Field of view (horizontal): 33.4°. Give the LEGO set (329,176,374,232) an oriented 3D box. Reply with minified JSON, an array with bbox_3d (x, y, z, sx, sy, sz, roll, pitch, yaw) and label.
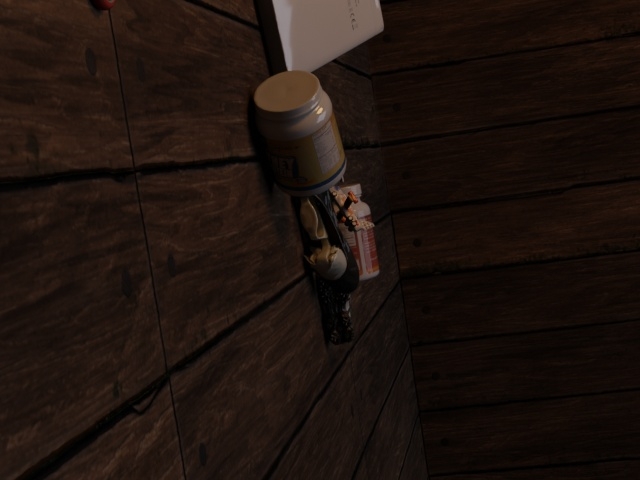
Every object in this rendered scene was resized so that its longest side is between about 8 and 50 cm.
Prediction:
[{"bbox_3d":[0.024,-0.119,2.249,0.182,0.060,0.244,34,-35,50],"label":"LEGO set"}]

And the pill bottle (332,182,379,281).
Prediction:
[{"bbox_3d":[0.062,-0.017,2.443,0.121,0.121,0.216,-41,123,-78],"label":"pill bottle"}]

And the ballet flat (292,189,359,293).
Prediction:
[{"bbox_3d":[0.000,0.000,2.213,0.281,0.095,0.096,68,24,-16],"label":"ballet flat"}]

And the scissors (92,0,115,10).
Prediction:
[{"bbox_3d":[-0.240,-0.355,1.312,0.297,0.021,0.109,-68,147,-67],"label":"scissors"}]

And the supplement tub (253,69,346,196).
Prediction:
[{"bbox_3d":[-0.039,-0.196,1.956,0.144,0.144,0.200,-87,165,-46],"label":"supplement tub"}]

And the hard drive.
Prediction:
[{"bbox_3d":[0.002,-0.490,2.205,0.353,0.047,0.233,-38,124,-44],"label":"hard drive"}]

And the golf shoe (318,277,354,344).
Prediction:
[{"bbox_3d":[0.033,0.129,2.352,0.094,0.077,0.198,-107,-165,-86],"label":"golf shoe"}]
